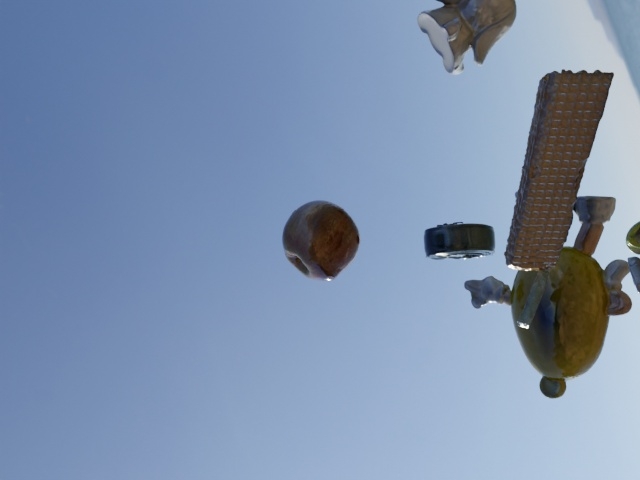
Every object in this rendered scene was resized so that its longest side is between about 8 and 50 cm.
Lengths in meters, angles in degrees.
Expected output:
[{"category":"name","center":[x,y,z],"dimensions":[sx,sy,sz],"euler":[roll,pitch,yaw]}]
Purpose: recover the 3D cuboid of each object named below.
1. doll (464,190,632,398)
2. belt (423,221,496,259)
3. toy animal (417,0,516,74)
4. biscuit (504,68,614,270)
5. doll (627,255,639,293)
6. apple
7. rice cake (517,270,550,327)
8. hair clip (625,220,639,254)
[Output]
[{"category":"doll","center":[0.503,0.081,1.307],"dimensions":[0.161,0.423,0.348],"euler":[15,-160,-43]},{"category":"belt","center":[0.444,0.002,1.886],"dimensions":[0.268,0.207,0.116],"euler":[5,-101,-46]},{"category":"toy animal","center":[0.461,-0.662,1.793],"dimensions":[0.271,0.265,0.206],"euler":[61,179,4]},{"category":"biscuit","center":[0.372,-0.100,0.970],"dimensions":[0.054,0.094,0.378],"euler":[-85,-6,-51]},{"category":"doll","center":[0.376,0.048,0.547],"dimensions":[0.094,0.180,0.079],"euler":[-34,-45,-67]},{"category":"apple","center":[0.000,0.000,1.611],"dimensions":[0.188,0.211,0.211],"euler":[-47,-63,-22]},{"category":"rice cake","center":[0.378,0.102,1.060],"dimensions":[0.121,0.022,0.021],"euler":[-57,-29,-27]},{"category":"hair clip","center":[0.753,-0.041,1.356],"dimensions":[0.060,0.188,0.033],"euler":[14,-134,-8]}]
